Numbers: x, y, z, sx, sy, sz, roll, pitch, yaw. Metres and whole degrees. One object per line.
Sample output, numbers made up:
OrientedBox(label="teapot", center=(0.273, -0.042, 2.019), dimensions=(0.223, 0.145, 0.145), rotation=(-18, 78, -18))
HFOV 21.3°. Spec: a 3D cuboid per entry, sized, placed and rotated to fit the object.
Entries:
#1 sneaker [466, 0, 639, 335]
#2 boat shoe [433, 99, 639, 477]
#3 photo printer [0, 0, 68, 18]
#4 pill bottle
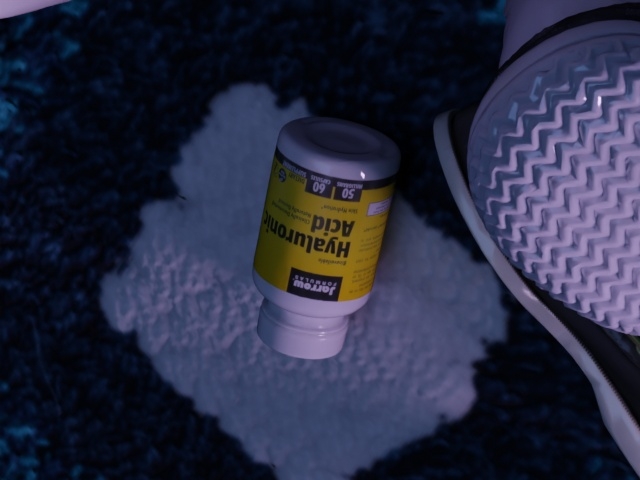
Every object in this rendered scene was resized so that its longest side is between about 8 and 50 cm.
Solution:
OrientedBox(label="sneaker", center=(0.211, -0.019, 0.725), dimensions=(0.366, 0.210, 0.137), rotation=(34, 127, -25))
OrientedBox(label="boat shoe", center=(0.140, 0.020, 0.808), dimensions=(0.069, 0.081, 0.227), rotation=(-33, 96, 30))
OrientedBox(label="photo printer", center=(-0.052, -0.217, 0.698), dimensions=(0.107, 0.307, 0.256), rotation=(46, 123, 8))
OrientedBox(label="pill bottle", center=(0.000, 0.000, 0.884), dimensions=(0.065, 0.065, 0.116), rotation=(22, 116, 22))
